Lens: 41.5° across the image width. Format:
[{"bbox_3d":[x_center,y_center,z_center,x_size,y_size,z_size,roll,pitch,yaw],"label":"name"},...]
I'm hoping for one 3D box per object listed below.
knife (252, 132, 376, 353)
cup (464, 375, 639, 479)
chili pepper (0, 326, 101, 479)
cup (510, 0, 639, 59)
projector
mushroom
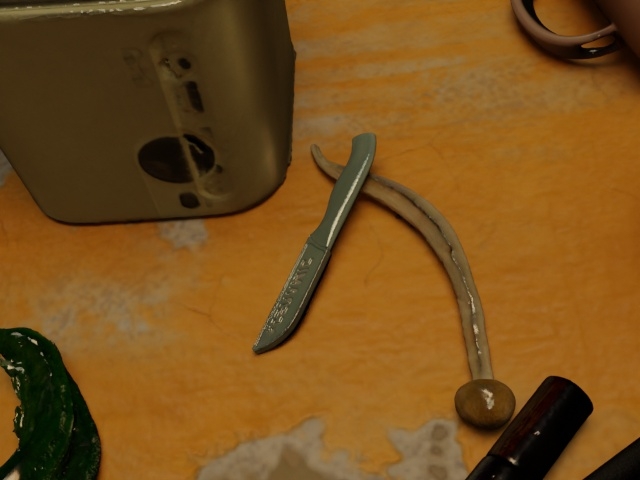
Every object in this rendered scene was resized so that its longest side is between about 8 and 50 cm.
[{"bbox_3d":[0.001,0.000,0.690,0.028,0.015,0.210,18,71,22],"label":"knife"},{"bbox_3d":[0.195,0.193,0.508,0.176,0.239,0.166,-31,100,-6],"label":"cup"},{"bbox_3d":[-0.234,0.190,0.592,0.122,0.065,0.279,7,56,22],"label":"chili pepper"},{"bbox_3d":[0.294,-0.249,0.744,0.252,0.191,0.201,-31,57,23],"label":"cup"},{"bbox_3d":[-0.159,-0.184,0.711,0.248,0.249,0.248,-2,57,5],"label":"projector"},{"bbox_3d":[0.077,0.013,0.680,0.068,0.043,0.306,-10,53,-22],"label":"mushroom"}]
